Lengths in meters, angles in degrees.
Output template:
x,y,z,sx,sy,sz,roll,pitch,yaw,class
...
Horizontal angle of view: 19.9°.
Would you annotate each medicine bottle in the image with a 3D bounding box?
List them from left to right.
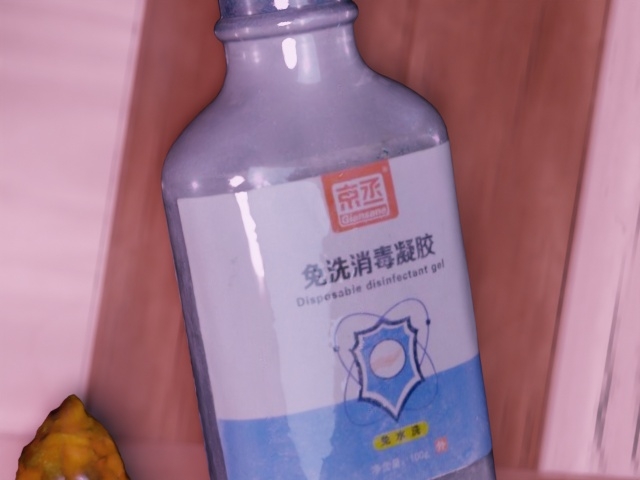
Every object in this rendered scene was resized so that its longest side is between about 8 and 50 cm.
x,y,z,sx,sy,sz,roll,pitch,yaw,class
0.000,0.000,0.534,0.090,0.054,0.208,-14,101,-26,medicine bottle

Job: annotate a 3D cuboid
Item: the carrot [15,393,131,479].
x,y,z,sx,sy,sz,roll,pitch,yaw,class
-0.048,0.197,0.531,0.066,0.066,0.314,-13,98,-26,carrot
